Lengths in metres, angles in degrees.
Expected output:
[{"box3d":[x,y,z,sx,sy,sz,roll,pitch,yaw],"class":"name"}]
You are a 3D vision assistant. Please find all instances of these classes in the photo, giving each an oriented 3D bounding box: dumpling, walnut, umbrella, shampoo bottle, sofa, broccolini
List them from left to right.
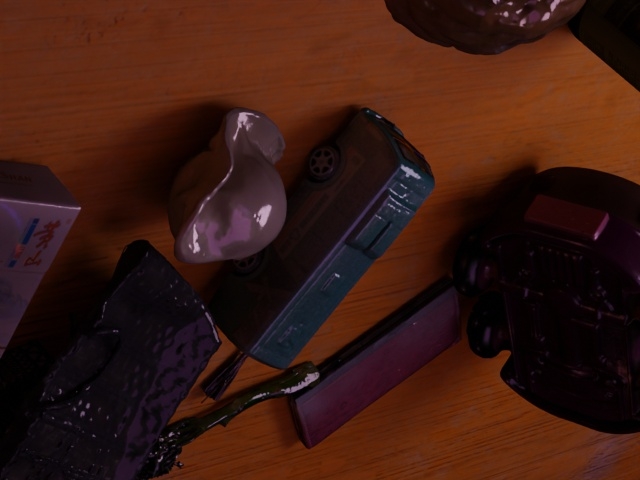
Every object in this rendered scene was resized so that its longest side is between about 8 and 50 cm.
[{"box3d":[-0.282,0.152,1.712,0.060,0.039,0.118,-18,139,-34],"class":"sofa"},{"box3d":[-0.100,0.194,1.954,0.254,0.057,0.071,-19,-177,-29],"class":"broccolini"},{"box3d":[-0.096,0.140,1.928,0.083,0.020,0.031,-53,151,4],"class":"umbrella"},{"box3d":[-0.079,-0.052,1.657,0.169,0.100,0.134,-11,121,-44],"class":"dumpling"},{"box3d":[0.140,-0.256,1.583,0.245,0.198,0.198,-16,139,-48],"class":"walnut"},{"box3d":[0.371,-0.169,1.847,0.101,0.284,0.101,-28,145,-22],"class":"shampoo bottle"}]

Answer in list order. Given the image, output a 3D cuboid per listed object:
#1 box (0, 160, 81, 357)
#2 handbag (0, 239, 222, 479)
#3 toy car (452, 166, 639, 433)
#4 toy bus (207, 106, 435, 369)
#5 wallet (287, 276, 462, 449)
[{"box3d":[-0.314,0.041,1.525,0.149,0.067,0.233,3,125,-50],"class":"box"},{"box3d":[-0.202,0.130,1.691,0.270,0.088,0.175,-57,152,-1],"class":"handbag"},{"box3d":[0.321,0.043,2.096,0.240,0.271,0.341,-54,148,-32],"class":"toy car"},{"box3d":[0.000,0.000,1.798,0.262,0.109,0.091,-51,141,9],"class":"toy bus"},{"box3d":[0.066,0.142,2.103,0.232,0.025,0.119,-34,146,-16],"class":"wallet"}]
